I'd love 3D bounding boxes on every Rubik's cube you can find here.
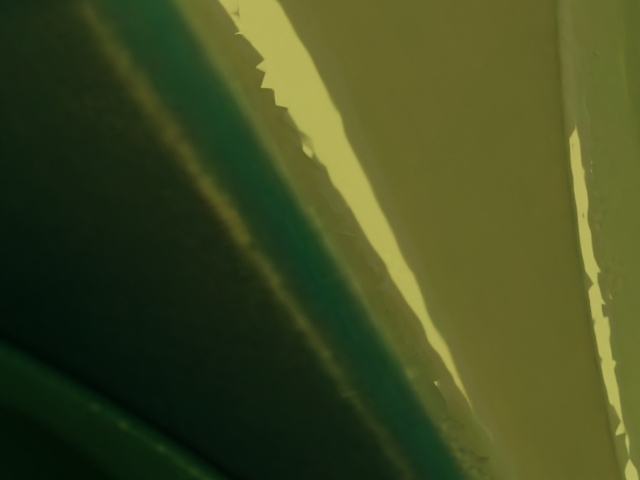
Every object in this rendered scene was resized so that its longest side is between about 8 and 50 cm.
[{"bbox_3d":[0.000,0.000,0.625,0.352,0.347,0.352,-44,110,-45],"label":"Rubik's cube"}]
